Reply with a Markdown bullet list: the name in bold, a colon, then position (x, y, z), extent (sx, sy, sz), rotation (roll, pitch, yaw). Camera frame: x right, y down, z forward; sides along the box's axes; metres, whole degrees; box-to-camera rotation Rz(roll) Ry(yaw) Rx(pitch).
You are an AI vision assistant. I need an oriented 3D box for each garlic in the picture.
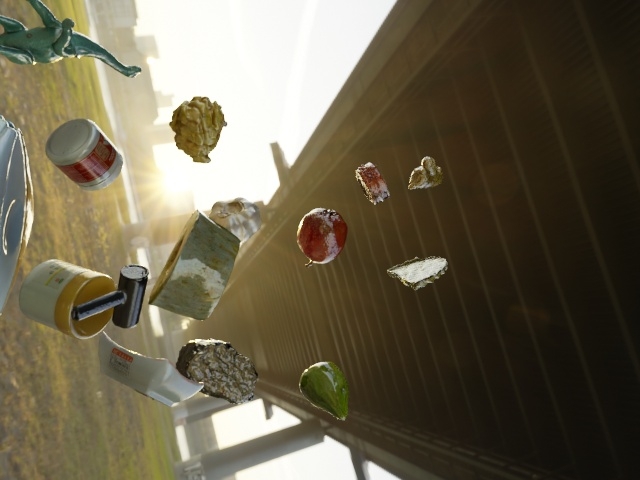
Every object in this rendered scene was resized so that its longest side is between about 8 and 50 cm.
- **garlic**: position (-0.305, -0.031, 1.862), extent (0.199, 0.199, 0.225), rotation (-120, -157, -44)

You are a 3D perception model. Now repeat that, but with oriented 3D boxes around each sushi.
- **sushi**: position (-0.396, 0.517, 2.036), extent (0.171, 0.210, 0.350), rotation (-8, -42, 44)

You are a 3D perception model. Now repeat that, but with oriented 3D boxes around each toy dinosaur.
- **toy dinosaur**: position (-0.692, -0.468, 1.313), extent (0.331, 0.384, 0.129), rotation (96, -16, -81)

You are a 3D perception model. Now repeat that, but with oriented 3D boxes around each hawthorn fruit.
- **hawthorn fruit**: position (0.000, 0.000, 2.052), extent (0.205, 0.205, 0.253), rotation (51, -52, 54)

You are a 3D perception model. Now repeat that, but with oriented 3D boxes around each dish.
- **dish**: position (-0.367, 0.277, 1.076), extent (0.213, 0.077, 0.151), rotation (13, -26, 30)

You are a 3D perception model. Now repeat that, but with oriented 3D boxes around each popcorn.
- **popcorn**: position (-0.338, -0.303, 1.413), extent (0.163, 0.140, 0.194), rotation (-65, -173, -10)

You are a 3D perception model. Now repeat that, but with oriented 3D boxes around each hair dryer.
- **hair dryer**: position (-0.654, 0.192, 1.591), extent (0.089, 0.251, 0.197), rotation (28, -67, 24)

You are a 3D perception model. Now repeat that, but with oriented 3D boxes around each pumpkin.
- **pumpkin**: position (-0.372, 0.082, 1.607), extent (0.332, 0.199, 0.332), rotation (-50, -155, 34)

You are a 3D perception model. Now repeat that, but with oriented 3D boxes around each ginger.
- **ginger**: position (0.367, -0.217, 1.780), extent (0.081, 0.205, 0.115), rotation (21, -88, 27)

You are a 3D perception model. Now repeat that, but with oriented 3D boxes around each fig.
- **fig**: position (0.023, 0.540, 1.908), extent (0.233, 0.167, 0.167), rotation (19, -61, 63)

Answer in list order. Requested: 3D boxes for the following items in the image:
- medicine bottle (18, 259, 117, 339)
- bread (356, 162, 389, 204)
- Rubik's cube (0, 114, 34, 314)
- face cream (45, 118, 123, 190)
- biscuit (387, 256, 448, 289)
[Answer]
- **medicine bottle**: position (-0.894, 0.205, 1.841), extent (0.238, 0.232, 0.237), rotation (17, 90, -74)
- **bread**: position (0.196, -0.213, 1.938), extent (0.160, 0.073, 0.160), rotation (62, 0, 1)
- **Rubik's cube**: position (-0.811, -0.052, 1.038), extent (0.352, 0.352, 0.347), rotation (121, -27, -47)
- **face cream**: position (-0.853, -0.311, 1.871), extent (0.187, 0.201, 0.201), rotation (65, 1, -58)
- **biscuit**: position (0.364, 0.108, 1.854), extent (0.273, 0.187, 0.036), rotation (-141, -152, -77)
